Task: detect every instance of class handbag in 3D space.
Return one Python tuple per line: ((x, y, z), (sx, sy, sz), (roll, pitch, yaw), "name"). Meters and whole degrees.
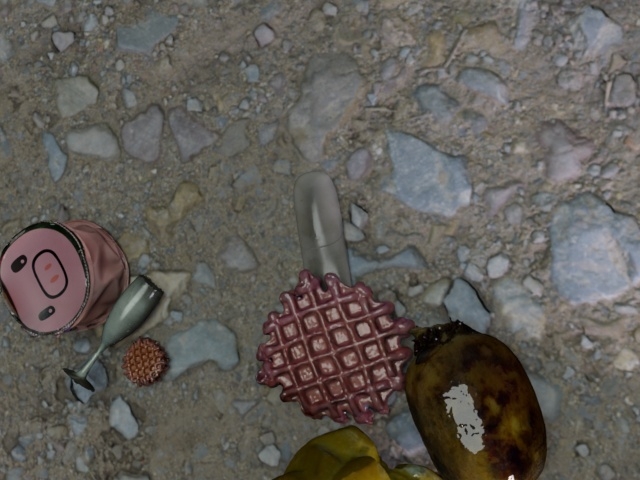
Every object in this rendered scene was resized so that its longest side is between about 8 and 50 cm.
((-0.423, 0.058, 1.372), (0.179, 0.116, 0.205), (-37, 74, 8), "handbag")

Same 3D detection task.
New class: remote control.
((0.000, 0.000, 1.298), (0.073, 0.044, 0.229), (-11, 78, 11), "remote control")

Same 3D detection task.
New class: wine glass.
((-0.331, 0.148, 1.354), (0.066, 0.066, 0.198), (37, 86, 19), "wine glass")

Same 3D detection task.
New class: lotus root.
((0.215, 0.239, 1.129), (0.170, 0.141, 0.314), (-15, 70, -18), "lotus root")

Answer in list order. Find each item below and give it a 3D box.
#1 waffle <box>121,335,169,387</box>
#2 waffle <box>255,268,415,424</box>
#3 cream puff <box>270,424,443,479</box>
((-0.285, 0.196, 1.352), (0.083, 0.029, 0.075), (33, 86, 23), "waffle")
((0.023, 0.164, 1.244), (0.234, 0.055, 0.221), (26, 95, 9), "waffle")
((0.039, 0.428, 1.069), (0.274, 0.270, 0.323), (28, 89, 35), "cream puff")
